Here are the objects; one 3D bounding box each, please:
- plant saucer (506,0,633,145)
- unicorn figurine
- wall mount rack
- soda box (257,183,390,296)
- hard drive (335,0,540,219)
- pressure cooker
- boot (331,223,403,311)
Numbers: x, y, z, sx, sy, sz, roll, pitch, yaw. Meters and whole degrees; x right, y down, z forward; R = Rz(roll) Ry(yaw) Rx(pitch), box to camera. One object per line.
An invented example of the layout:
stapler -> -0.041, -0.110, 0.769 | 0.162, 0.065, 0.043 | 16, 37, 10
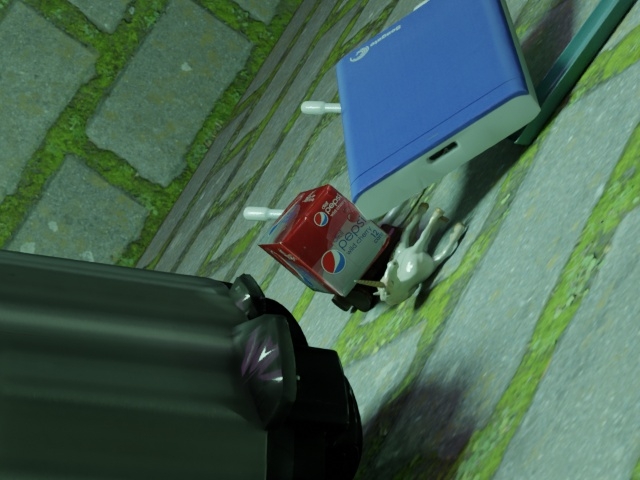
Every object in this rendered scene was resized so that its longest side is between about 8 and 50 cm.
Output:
plant saucer -> 0.251, -0.175, 1.947 | 0.192, 0.018, 0.067 | -53, 10, 3
unicorn figurine -> 0.094, 0.017, 1.955 | 0.111, 0.060, 0.162 | -55, -6, -1
wall mount rack -> 0.062, -0.134, 2.349 | 0.304, 0.130, 0.350 | -42, 15, 49
soda box -> 0.000, 0.000, 2.102 | 0.083, 0.092, 0.263 | -50, 6, -5
hard drive -> 0.117, -0.164, 2.060 | 0.210, 0.040, 0.318 | -32, 26, 15
pressure cooker -> -0.179, 0.196, 1.659 | 0.370, 0.420, 0.375 | 21, 101, 64
boot -> 0.062, 0.024, 2.121 | 0.114, 0.037, 0.106 | -52, 12, -13
